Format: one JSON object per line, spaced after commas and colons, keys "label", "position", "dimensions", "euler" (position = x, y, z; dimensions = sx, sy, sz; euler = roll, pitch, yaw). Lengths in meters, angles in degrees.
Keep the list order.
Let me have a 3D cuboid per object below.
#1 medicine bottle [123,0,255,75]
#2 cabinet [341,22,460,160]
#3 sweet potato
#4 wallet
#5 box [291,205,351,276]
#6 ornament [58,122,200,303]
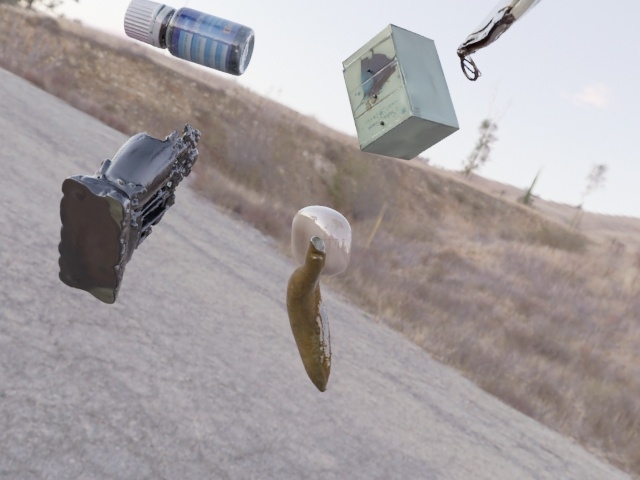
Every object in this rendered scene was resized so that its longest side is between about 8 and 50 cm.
{"label": "medicine bottle", "position": [-0.211, -0.329, 1.171], "dimensions": [0.203, 0.084, 0.083], "euler": [17, 2, 6]}
{"label": "cabinet", "position": [0.154, -0.292, 1.450], "dimensions": [0.150, 0.206, 0.145], "euler": [4, -24, -41]}
{"label": "sweet potato", "position": [-0.018, 0.131, 1.429], "dimensions": [0.079, 0.346, 0.108], "euler": [-22, 34, -31]}
{"label": "wallet", "position": [0.335, -0.389, 1.141], "dimensions": [0.068, 0.275, 0.335], "euler": [42, 3, -2]}
{"label": "box", "position": [0.000, 0.000, 1.571], "dimensions": [0.088, 0.146, 0.200], "euler": [-3, 12, -24]}
{"label": "ornament", "position": [-0.288, -0.059, 1.155], "dimensions": [0.106, 0.251, 0.260], "euler": [28, 38, 8]}
